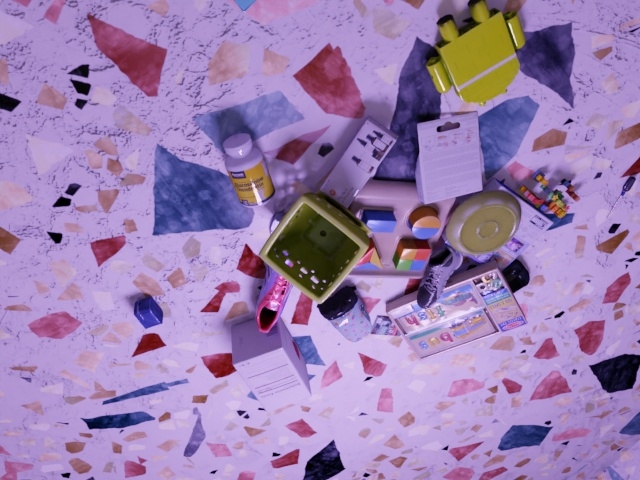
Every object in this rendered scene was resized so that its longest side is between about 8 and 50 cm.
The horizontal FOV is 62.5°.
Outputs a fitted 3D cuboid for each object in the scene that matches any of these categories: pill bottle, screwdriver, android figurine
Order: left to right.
[{"bbox_3d":[-0.192,-0.185,1.396,0.103,0.103,0.184,-17,128,1],"label":"pill bottle"},{"bbox_3d":[0.399,-0.464,1.334,0.248,0.056,0.273,-31,126,12],"label":"android figurine"},{"bbox_3d":[0.979,-0.134,1.723,0.024,0.025,0.169,2,125,-13],"label":"screwdriver"}]

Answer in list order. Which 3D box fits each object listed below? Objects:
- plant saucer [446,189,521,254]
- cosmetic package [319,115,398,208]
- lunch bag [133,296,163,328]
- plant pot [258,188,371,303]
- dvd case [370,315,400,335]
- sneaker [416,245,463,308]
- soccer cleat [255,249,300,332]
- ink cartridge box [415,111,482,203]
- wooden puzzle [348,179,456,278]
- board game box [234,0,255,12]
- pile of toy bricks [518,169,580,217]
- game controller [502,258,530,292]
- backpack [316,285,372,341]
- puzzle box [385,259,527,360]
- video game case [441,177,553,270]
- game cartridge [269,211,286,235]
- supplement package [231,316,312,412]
[{"bbox_3d":[0.506,-0.041,1.612,0.241,0.037,0.240,-5,126,-7],"label":"plant saucer"},{"bbox_3d":[0.103,-0.211,1.443,0.099,0.060,0.239,35,116,-1],"label":"cosmetic package"},{"bbox_3d":[-0.547,0.228,1.660,0.065,0.067,0.098,-21,127,4],"label":"lunch bag"},{"bbox_3d":[0.000,0.000,1.477,0.228,0.207,0.227,39,112,0],"label":"plant pot"},{"bbox_3d":[0.249,0.312,1.920,0.120,0.013,0.087,6,125,-17],"label":"dvd case"},{"bbox_3d":[0.362,0.111,1.699,0.132,0.086,0.228,25,96,-55],"label":"sneaker"},{"bbox_3d":[-0.135,0.149,1.646,0.109,0.116,0.318,16,123,-9],"label":"soccer cleat"},{"bbox_3d":[0.362,-0.235,1.504,0.189,0.066,0.232,-14,106,-10],"label":"ink cartridge box"},{"bbox_3d":[0.229,-0.013,1.627,0.322,0.080,0.347,2,126,-13],"label":"wooden puzzle"},{"bbox_3d":[-0.121,-0.678,1.051,0.336,0.079,0.254,-36,125,16],"label":"board game box"},{"bbox_3d":[0.724,-0.129,1.624,0.212,0.105,0.118,26,118,-27],"label":"pile of toy bricks"},{"bbox_3d":[0.589,0.187,1.875,0.319,0.067,0.166,-36,140,17],"label":"game controller"},{"bbox_3d":[0.093,0.256,1.783,0.152,0.115,0.182,-31,129,9],"label":"backpack"},{"bbox_3d":[0.466,0.254,1.822,0.409,0.052,0.272,-26,117,21],"label":"puzzle box"},{"bbox_3d":[0.562,-0.040,1.686,0.270,0.061,0.244,27,116,-28],"label":"video game case"},{"bbox_3d":[-0.120,-0.045,1.573,0.056,0.017,0.083,12,123,-15],"label":"game cartridge"},{"bbox_3d":[-0.166,0.418,1.812,0.175,0.177,0.292,-21,128,4],"label":"supplement package"}]
